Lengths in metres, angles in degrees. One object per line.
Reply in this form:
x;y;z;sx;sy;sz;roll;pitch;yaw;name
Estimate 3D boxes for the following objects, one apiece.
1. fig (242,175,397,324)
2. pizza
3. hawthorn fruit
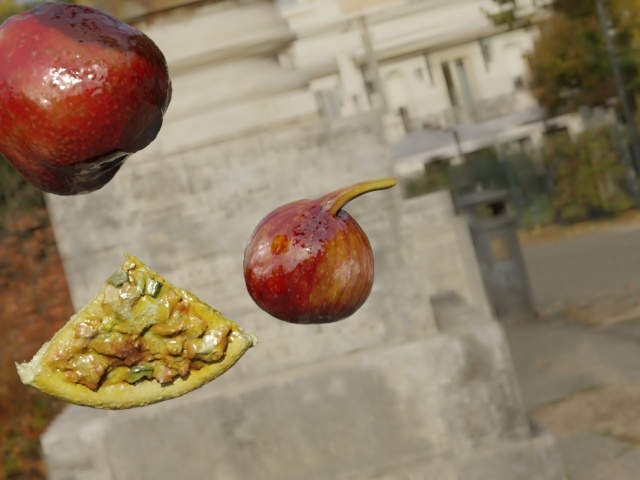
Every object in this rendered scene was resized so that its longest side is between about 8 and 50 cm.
-0.007;0.003;1.947;0.175;0.207;0.175;14;26;-7;fig
-0.212;0.112;1.775;0.292;0.197;0.058;-5;26;-16;pizza
-0.310;-0.175;1.726;0.266;0.210;0.230;25;-16;-13;hawthorn fruit
